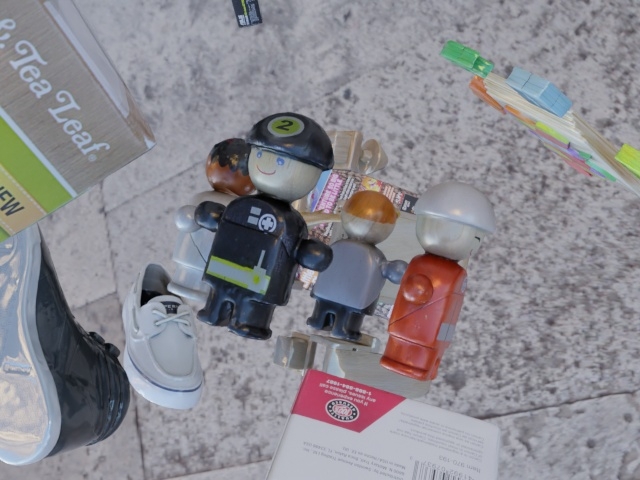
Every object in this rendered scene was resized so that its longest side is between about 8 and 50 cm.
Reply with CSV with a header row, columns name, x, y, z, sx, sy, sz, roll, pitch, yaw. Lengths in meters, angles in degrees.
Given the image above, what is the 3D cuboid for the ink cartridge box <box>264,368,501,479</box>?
name,x,y,z,sx,sy,sz,roll,pitch,yaw
ink cartridge box,0.021,0.148,0.378,0.109,0.150,0.063,17,130,5

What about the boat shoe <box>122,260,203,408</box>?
name,x,y,z,sx,sy,sz,roll,pitch,yaw
boat shoe,-0.206,0.115,1.048,0.267,0.096,0.088,-121,45,-60

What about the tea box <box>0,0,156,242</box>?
name,x,y,z,sx,sy,sz,roll,pitch,yaw
tea box,-0.304,-0.114,0.358,0.324,0.220,0.329,-33,50,-3

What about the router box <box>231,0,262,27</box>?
name,x,y,z,sx,sy,sz,roll,pitch,yaw
router box,-0.113,-0.372,1.100,0.038,0.122,0.092,-11,68,0

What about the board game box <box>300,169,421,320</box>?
name,x,y,z,sx,sy,sz,roll,pitch,yaw
board game box,0.092,0.005,1.552,0.291,0.232,0.141,21,134,3

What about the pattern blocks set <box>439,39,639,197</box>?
name,x,y,z,sx,sy,sz,roll,pitch,yaw
pattern blocks set,0.261,-0.110,0.843,0.026,0.325,0.285,-57,32,8

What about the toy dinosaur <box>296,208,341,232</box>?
name,x,y,z,sx,sy,sz,roll,pitch,yaw
toy dinosaur,-0.028,-0.017,0.830,0.183,0.093,0.053,-9,103,55

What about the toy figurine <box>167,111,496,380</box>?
name,x,y,z,sx,sy,sz,roll,pitch,yaw
toy figurine,0.000,0.000,0.600,0.209,0.213,0.148,16,89,70

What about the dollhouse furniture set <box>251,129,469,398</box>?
name,x,y,z,sx,sy,sz,roll,pitch,yaw
dollhouse furniture set,0.003,0.026,1.017,0.356,0.174,0.303,8,86,57

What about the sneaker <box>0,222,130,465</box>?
name,x,y,z,sx,sy,sz,roll,pitch,yaw
sneaker,-0.285,0.086,0.815,0.105,0.147,0.295,-25,68,12
